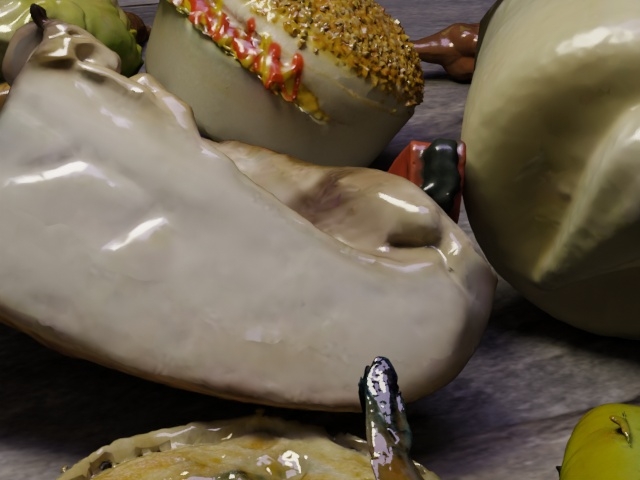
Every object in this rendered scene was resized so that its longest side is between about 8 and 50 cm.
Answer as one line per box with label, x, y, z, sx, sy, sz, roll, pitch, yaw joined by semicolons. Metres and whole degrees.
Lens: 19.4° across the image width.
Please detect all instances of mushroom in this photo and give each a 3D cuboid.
mushroom;-0.077;0.024;1.387;0.397;0.224;0.313;23;-12;5

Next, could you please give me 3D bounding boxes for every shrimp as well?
shrimp;0.110;0.139;1.156;0.198;0.051;0.262;54;30;4

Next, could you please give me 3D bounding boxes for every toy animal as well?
toy animal;0.146;-0.211;2.119;0.229;0.066;0.224;29;36;27

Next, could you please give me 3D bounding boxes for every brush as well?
brush;0.083;-0.037;1.509;0.051;0.070;0.323;1;-3;-5

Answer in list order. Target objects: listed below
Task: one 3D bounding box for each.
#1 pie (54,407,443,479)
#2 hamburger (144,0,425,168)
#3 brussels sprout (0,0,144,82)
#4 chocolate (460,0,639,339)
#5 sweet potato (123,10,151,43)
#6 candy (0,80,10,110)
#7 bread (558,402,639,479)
pie;-0.042;0.180;1.153;0.274;0.055;0.274;2;22;-1
hamburger;-0.031;-0.187;1.805;0.276;0.179;0.294;42;21;31
brussels sprout;-0.328;-0.229;1.795;0.344;0.268;0.344;4;-23;2
chocolate;0.254;-0.062;1.511;0.314;0.326;0.297;11;40;12
sweet potato;-0.235;-0.233;2.149;0.068;0.068;0.226;12;10;22
candy;-0.293;-0.092;1.648;0.271;0.101;0.143;-8;13;-3
bread;0.192;0.219;0.998;0.166;0.112;0.383;25;24;-1
